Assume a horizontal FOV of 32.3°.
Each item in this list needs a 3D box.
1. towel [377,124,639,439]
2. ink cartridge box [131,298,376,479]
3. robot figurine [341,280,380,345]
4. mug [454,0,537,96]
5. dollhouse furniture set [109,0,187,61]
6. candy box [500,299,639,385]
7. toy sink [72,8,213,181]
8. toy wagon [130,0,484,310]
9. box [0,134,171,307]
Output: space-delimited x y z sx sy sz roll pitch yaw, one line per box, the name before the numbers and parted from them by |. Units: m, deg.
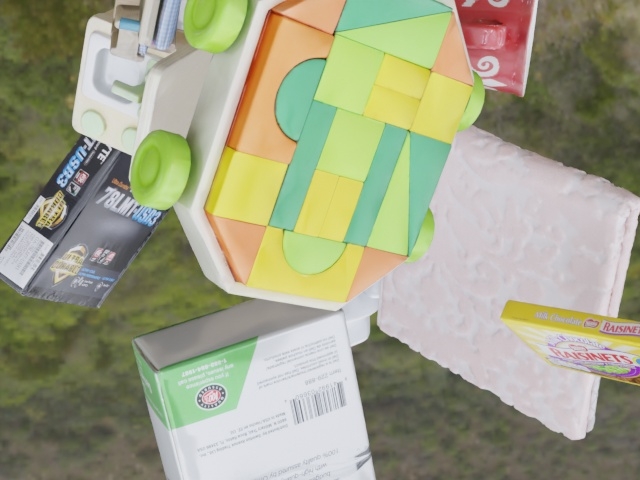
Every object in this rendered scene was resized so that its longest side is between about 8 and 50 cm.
towel | 0.202 0.030 1.284 0.053 0.332 0.317 -23 127 -37
ink cartridge box | -0.064 0.222 1.199 0.211 0.289 0.121 -17 -162 -20
robot figurine | 0.000 0.000 1.756 0.300 0.354 0.199 14 -156 43
mug | 0.118 -0.210 1.053 0.169 0.113 0.150 8 166 12
dollhouse furniture set | -0.080 -0.256 1.027 0.198 0.303 0.286 9 121 -13
candy box | 0.276 0.103 1.030 0.206 0.027 0.105 8 152 49
toy sink | -0.201 -0.189 1.300 0.131 0.234 0.153 23 123 11
toy wagon | 0.015 -0.118 0.840 0.267 0.068 0.344 12 103 -39
box | -0.311 -0.046 1.594 0.293 0.073 0.295 -53 168 -1
